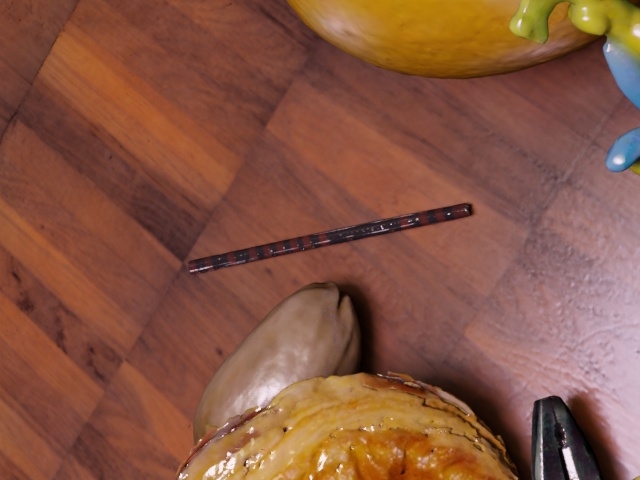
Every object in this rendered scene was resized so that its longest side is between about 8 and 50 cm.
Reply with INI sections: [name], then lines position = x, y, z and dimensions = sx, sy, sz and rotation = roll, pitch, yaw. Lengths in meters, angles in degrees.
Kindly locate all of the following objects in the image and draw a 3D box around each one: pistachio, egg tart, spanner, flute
[pistachio]
position = -0.030, 0.117, 0.979
dimensions = 0.108, 0.126, 0.185
rotation = 32, 102, -17
[egg tart]
position = 0.018, 0.231, 0.909
dimensions = 0.297, 0.132, 0.297
rotation = -1, 94, -10
[spanner]
position = 0.200, 0.268, 0.854
dimensions = 0.095, 0.040, 0.325
rotation = -12, 82, -12
[flute]
position = 0.000, 0.000, 1.017
dimensions = 0.269, 0.014, 0.014
rotation = -12, 81, 27

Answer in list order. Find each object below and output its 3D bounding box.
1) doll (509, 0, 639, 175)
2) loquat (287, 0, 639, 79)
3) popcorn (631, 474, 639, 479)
[doll]
position = 0.283, -0.171, 0.712
dimensions = 0.346, 0.341, 0.099
rotation = -56, 39, 6
[loquat]
position = 0.088, -0.271, 0.799
dimensions = 0.328, 0.359, 0.329
rotation = -12, 65, 28
[popcorn]
position = 0.297, 0.150, 0.730
dimensions = 0.234, 0.217, 0.181
rotation = 3, 69, -3
